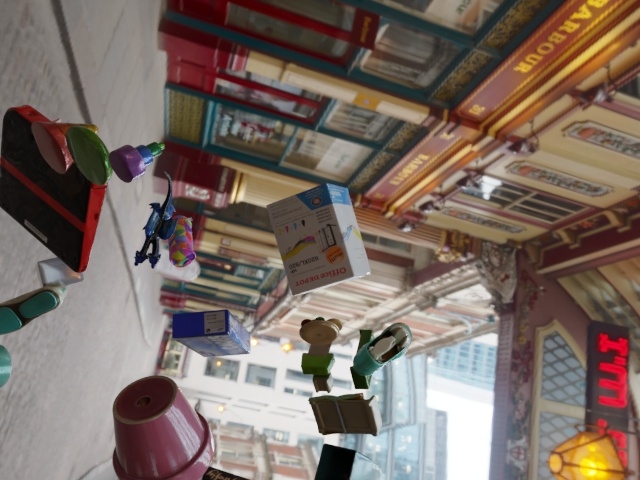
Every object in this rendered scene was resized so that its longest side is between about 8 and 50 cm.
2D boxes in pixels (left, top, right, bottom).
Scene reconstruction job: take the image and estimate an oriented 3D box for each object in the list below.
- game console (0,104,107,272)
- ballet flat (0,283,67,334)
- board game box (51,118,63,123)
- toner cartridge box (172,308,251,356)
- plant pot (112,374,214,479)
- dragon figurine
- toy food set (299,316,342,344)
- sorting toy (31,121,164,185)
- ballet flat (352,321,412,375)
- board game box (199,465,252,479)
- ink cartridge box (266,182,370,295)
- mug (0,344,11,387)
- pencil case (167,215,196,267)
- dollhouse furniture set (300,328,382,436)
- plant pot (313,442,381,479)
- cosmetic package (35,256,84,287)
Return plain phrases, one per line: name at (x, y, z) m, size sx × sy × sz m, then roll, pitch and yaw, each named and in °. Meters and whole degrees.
game console at (-0.734, -0.144, 1.481) m, size 0.060 × 0.386 × 0.342 m, roll -27°, pitch 146°, yaw -53°
ballet flat at (-0.522, 0.121, 0.964) m, size 0.052 × 0.168 × 0.057 m, roll -95°, pitch 165°, yaw -71°
board game box at (-0.804, -0.280, 1.660) m, size 0.193 × 0.147 × 0.045 m, roll -2°, pitch -142°, yaw 40°
toner cartridge box at (-0.327, 0.295, 1.700) m, size 0.348 × 0.165 × 0.075 m, roll 78°, pitch 9°, yaw -69°
plant pot at (-0.332, 0.385, 1.112) m, size 0.201 × 0.201 × 0.180 m, roll -98°, pitch -179°, yaw -61°
dragon figurine at (-0.489, -0.054, 1.670) m, size 0.289 × 0.085 × 0.144 m, roll -63°, pitch -154°, yaw 13°
toy food set at (-0.003, 0.178, 1.081) m, size 0.020 × 0.082 × 0.083 m, roll -92°, pitch -160°, yaw -44°
sorting toy at (-0.456, -0.201, 1.150) m, size 0.126 × 0.365 × 0.127 m, roll -40°, pitch 132°, yaw -39°
ballet flat at (0.183, 0.270, 1.422) m, size 0.247 × 0.083 × 0.087 m, roll -26°, pitch 162°, yaw -44°
board game box at (-0.242, 0.766, 1.602) m, size 0.165 × 0.243 × 0.042 m, roll -98°, pitch -148°, yaw -70°
ink cartridge box at (0.000, 0.000, 1.360) m, size 0.168 × 0.171 × 0.233 m, roll -2°, pitch 74°, yaw -71°
mug at (-0.967, 0.369, 1.548) m, size 0.157 × 0.130 × 0.097 m, roll -40°, pitch 162°, yaw 16°
pencil case at (-0.523, 0.000, 2.062) m, size 0.236 × 0.104 × 0.105 m, roll -110°, pitch -144°, yaw -52°
dollhouse furniture set at (0.073, 0.427, 1.631) m, size 0.151 × 0.197 × 0.302 m, roll -68°, pitch 149°, yaw -54°
plant pot at (0.123, 0.907, 2.112) m, size 0.165 × 0.234 × 0.166 m, roll -7°, pitch -123°, yaw 43°
cosmetic package at (-0.876, 0.109, 1.835) m, size 0.238 × 0.127 × 0.107 m, roll -16°, pitch -91°, yaw 59°
